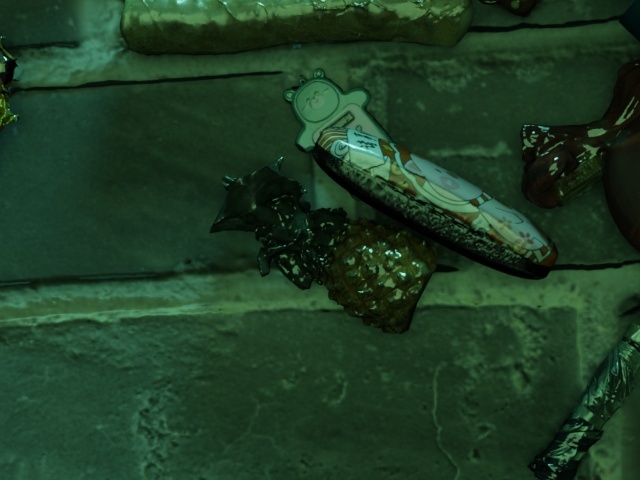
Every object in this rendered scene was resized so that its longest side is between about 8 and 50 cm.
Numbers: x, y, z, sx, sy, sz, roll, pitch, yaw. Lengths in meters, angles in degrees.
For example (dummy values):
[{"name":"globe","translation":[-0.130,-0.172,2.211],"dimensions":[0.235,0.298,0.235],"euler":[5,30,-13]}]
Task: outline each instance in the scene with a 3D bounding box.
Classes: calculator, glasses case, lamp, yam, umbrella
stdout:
[{"name":"calculator","translation":[0.023,-0.113,1.757],"dimensions":[0.094,0.019,0.141],"euler":[-39,85,5]},{"name":"glasses case","translation":[0.114,-0.038,1.693],"dimensions":[0.267,0.103,0.067],"euler":[28,98,-2]},{"name":"lamp","translation":[0.330,-0.055,1.673],"dimensions":[0.215,0.151,0.223],"euler":[-32,44,-12]},{"name":"yam","translation":[-0.023,-0.227,1.737],"dimensions":[0.357,0.081,0.081],"euler":[0,88,4]},{"name":"umbrella","translation":[0.279,0.168,1.709],"dimensions":[0.046,0.050,0.188],"euler":[35,91,-16]}]

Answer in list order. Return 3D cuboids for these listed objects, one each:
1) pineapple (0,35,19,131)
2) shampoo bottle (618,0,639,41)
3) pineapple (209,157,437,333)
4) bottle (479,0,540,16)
[{"name":"pineapple","translation":[-0.411,-0.153,1.767],"dimensions":[0.225,0.076,0.224],"euler":[0,87,2]},{"name":"shampoo bottle","translation":[0.512,-0.213,1.565],"dimensions":[0.343,0.331,0.331],"euler":[42,92,3]},{"name":"pineapple","translation":[0.000,0.000,1.710],"dimensions":[0.237,0.111,0.119],"euler":[25,84,7]},{"name":"bottle","translation":[0.181,-0.270,1.735],"dimensions":[0.101,0.047,0.063],"euler":[40,101,4]}]
